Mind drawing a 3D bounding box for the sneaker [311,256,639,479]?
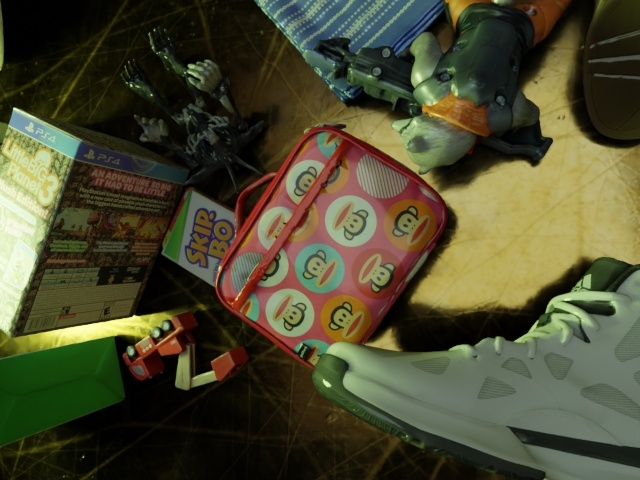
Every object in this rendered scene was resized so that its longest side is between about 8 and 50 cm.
[{"bbox_3d":[0.229,0.128,0.528,0.448,0.169,0.257,17,73,-2],"label":"sneaker"}]

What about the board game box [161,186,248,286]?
[{"bbox_3d":[-0.149,0.016,0.763,0.260,0.039,0.124,28,97,21],"label":"board game box"}]

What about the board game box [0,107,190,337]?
[{"bbox_3d":[-0.377,-0.022,0.741,0.141,0.232,0.290,26,97,19],"label":"board game box"}]

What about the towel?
[{"bbox_3d":[0.027,-0.400,0.704,0.243,0.040,0.336,-42,76,14],"label":"towel"}]

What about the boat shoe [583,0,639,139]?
[{"bbox_3d":[0.370,-0.285,0.512,0.122,0.110,0.340,10,121,29],"label":"boat shoe"}]

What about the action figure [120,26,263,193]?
[{"bbox_3d":[-0.207,-0.199,0.733,0.164,0.141,0.275,-42,74,3],"label":"action figure"}]

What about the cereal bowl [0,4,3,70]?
[{"bbox_3d":[-0.673,-0.478,0.825,0.339,0.141,0.338,19,116,47],"label":"cereal bowl"}]

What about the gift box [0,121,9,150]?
[{"bbox_3d":[-0.605,-0.071,0.812,0.276,0.258,0.255,41,102,15],"label":"gift box"}]

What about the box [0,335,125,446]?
[{"bbox_3d":[-0.511,0.256,0.768,0.231,0.262,0.126,-14,83,20],"label":"box"}]

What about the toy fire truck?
[{"bbox_3d":[-0.228,0.196,0.778,0.192,0.047,0.135,-36,79,16],"label":"toy fire truck"}]

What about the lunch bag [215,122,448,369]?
[{"bbox_3d":[0.000,0.000,0.643,0.258,0.120,0.293,35,99,8],"label":"lunch bag"}]

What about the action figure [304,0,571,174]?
[{"bbox_3d":[0.150,-0.245,0.560,0.342,0.178,0.329,17,86,5],"label":"action figure"}]
